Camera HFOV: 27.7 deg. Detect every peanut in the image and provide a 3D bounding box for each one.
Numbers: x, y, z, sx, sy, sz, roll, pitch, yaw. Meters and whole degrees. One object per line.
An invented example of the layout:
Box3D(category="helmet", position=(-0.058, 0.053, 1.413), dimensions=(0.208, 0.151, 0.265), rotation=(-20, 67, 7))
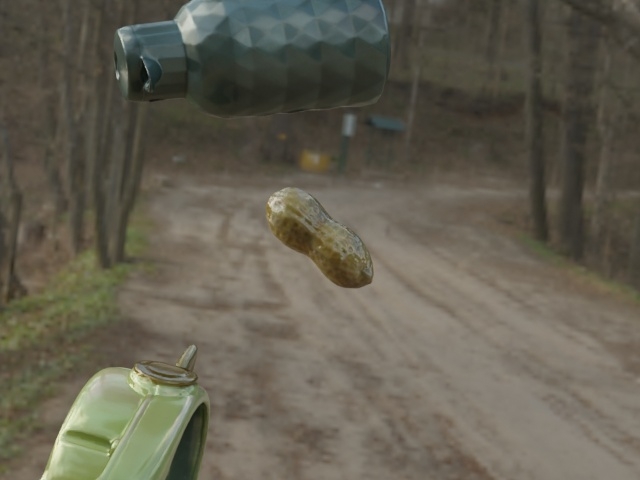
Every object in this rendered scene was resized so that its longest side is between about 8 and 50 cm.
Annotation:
Box3D(category="peanut", position=(0.000, 0.000, 1.885), dimensions=(0.193, 0.089, 0.089), rotation=(42, 4, 2))

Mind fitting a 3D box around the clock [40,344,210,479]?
Box3D(category="clock", position=(-0.203, 0.260, 1.303), dimensions=(0.117, 0.286, 0.348), rotation=(15, 37, 5))

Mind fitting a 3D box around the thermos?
Box3D(category="thermos", position=(-0.082, -0.210, 1.408), dimensions=(0.287, 0.144, 0.182), rotation=(-7, 25, -15))
